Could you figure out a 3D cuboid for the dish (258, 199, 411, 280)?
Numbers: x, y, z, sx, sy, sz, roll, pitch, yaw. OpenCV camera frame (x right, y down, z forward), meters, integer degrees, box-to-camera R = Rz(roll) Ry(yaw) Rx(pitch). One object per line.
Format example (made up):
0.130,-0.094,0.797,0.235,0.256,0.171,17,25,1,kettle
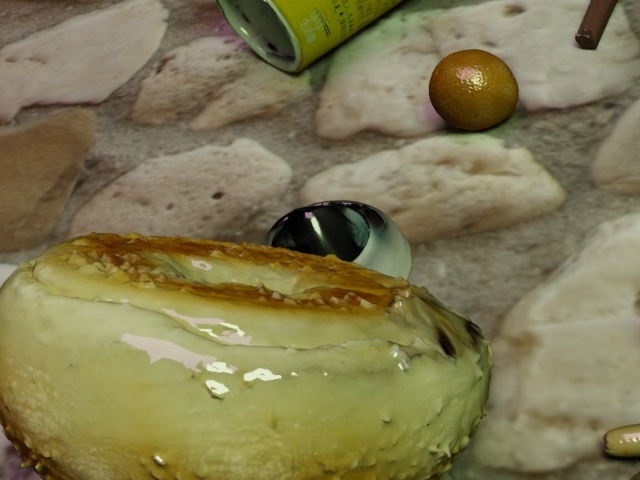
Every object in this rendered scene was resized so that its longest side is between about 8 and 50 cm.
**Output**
0.000,0.000,0.834,0.141,0.078,0.141,-10,43,9,dish

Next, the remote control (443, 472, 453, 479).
0.029,0.149,0.711,0.077,0.022,0.245,-31,43,-10,remote control

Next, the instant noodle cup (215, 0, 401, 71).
0.012,-0.307,1.077,0.236,0.215,0.215,-44,47,-12,instant noodle cup

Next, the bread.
-0.050,0.088,0.612,0.306,0.158,0.305,7,5,-1,bread

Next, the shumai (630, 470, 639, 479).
0.238,0.172,0.542,0.210,0.161,0.153,-22,61,-32,shumai

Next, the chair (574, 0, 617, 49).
0.350,-0.355,1.001,0.176,0.183,0.326,8,50,25,chair

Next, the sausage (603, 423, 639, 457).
0.252,0.125,0.654,0.133,0.024,0.024,-9,43,10,sausage

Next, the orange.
0.143,-0.140,0.932,0.085,0.085,0.085,-10,43,10,orange
